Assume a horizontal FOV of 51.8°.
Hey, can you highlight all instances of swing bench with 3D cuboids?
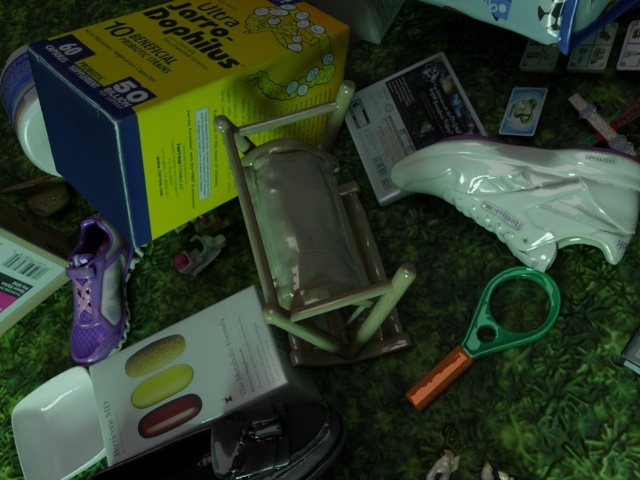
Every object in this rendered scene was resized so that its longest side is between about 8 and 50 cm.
[{"bbox_3d":[0.000,0.000,0.790,0.165,0.255,0.253,-16,64,-2],"label":"swing bench"}]

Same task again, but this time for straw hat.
[{"bbox_3d":[-0.450,-0.073,1.087,0.144,0.144,0.061,-12,106,14],"label":"straw hat"}]

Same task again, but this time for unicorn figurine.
[{"bbox_3d":[0.144,0.295,0.738,0.161,0.060,0.111,17,86,18],"label":"unicorn figurine"}]

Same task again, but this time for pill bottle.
[{"bbox_3d":[-0.435,-0.228,1.079,0.152,0.152,0.272,-42,46,-1],"label":"pill bottle"}]

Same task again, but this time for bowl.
[{"bbox_3d":[-0.354,0.264,0.930,0.142,0.053,0.142,-33,63,5],"label":"bowl"}]

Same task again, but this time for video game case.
[{"bbox_3d":[0.133,-0.162,0.947,0.173,0.022,0.191,-24,63,9],"label":"video game case"}]

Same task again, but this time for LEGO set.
[{"bbox_3d":[0.345,-0.179,0.881,0.182,0.060,0.244,11,72,35],"label":"LEGO set"},{"bbox_3d":[-0.244,-0.083,0.998,0.132,0.107,0.287,-46,63,-3],"label":"LEGO set"}]

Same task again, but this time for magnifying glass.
[{"bbox_3d":[0.198,0.123,0.813,0.231,0.026,0.092,-42,63,-2],"label":"magnifying glass"}]

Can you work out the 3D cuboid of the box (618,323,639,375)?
[{"bbox_3d":[0.473,0.116,0.697,0.232,0.059,0.183,33,85,26],"label":"box"}]

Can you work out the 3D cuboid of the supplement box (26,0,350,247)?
[{"bbox_3d":[-0.158,-0.185,0.873,0.356,0.195,0.194,-33,57,-33],"label":"supplement box"}]

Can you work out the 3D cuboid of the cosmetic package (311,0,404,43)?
[{"bbox_3d":[0.102,-0.482,1.008,0.113,0.160,0.310,26,79,27],"label":"cosmetic package"}]

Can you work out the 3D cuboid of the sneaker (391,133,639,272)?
[{"bbox_3d":[0.226,-0.045,0.802,0.305,0.114,0.152,9,87,25],"label":"sneaker"}]

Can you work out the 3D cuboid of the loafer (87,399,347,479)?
[{"bbox_3d":[-0.119,0.249,0.725,0.302,0.095,0.109,-27,30,9],"label":"loafer"}]

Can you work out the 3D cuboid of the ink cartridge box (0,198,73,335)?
[{"bbox_3d":[-0.507,0.035,0.970,0.193,0.235,0.088,-39,62,2],"label":"ink cartridge box"}]

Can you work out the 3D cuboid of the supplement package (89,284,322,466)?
[{"bbox_3d":[-0.146,0.183,0.843,0.244,0.134,0.139,-27,63,7],"label":"supplement package"}]

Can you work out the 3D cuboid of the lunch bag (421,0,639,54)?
[{"bbox_3d":[0.292,-0.435,0.874,0.327,0.239,0.385,31,53,29],"label":"lunch bag"}]

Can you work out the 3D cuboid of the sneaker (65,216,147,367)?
[{"bbox_3d":[-0.334,0.066,0.973,0.095,0.104,0.237,1,71,18],"label":"sneaker"}]
